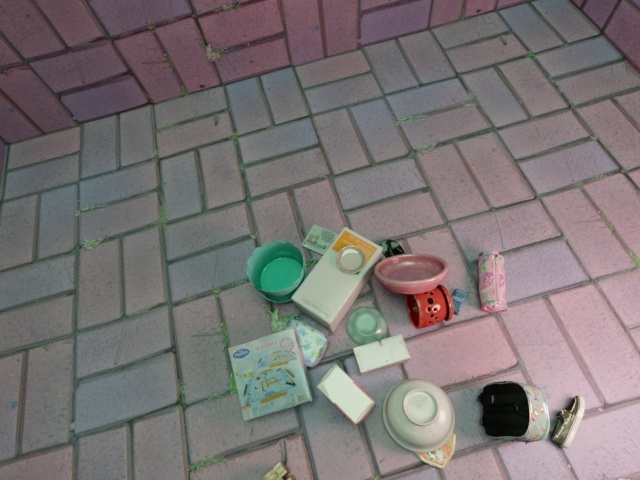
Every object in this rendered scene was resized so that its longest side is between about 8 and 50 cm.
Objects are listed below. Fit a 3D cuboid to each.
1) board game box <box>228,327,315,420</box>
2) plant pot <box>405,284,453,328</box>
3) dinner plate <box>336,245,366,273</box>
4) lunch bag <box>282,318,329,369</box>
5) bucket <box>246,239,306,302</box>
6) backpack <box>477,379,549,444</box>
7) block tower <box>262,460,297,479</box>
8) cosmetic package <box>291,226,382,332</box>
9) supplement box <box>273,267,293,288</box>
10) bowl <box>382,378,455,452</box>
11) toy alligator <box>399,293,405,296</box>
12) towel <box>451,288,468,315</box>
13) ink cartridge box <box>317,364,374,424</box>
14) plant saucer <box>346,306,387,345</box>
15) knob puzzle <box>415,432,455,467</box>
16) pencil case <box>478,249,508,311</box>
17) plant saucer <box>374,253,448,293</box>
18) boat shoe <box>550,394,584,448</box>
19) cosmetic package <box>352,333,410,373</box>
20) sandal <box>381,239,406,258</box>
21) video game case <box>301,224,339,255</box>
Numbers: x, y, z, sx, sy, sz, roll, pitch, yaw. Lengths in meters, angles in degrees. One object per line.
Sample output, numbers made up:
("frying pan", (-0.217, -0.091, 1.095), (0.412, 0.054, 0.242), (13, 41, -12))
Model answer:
("board game box", (-0.219, 0.583, 1.777), (0.318, 0.066, 0.318), (-19, 74, 7))
("plant pot", (0.498, 0.292, 1.841), (0.174, 0.191, 0.191), (-12, 62, -4))
("dinner plate", (0.144, 0.092, 1.899), (0.141, 0.017, 0.141), (-2, 62, 4))
("lunch bag", (-0.085, 0.477, 1.865), (0.219, 0.090, 0.176), (24, 67, 17))
("bucket", (-0.199, 0.155, 1.951), (0.281, 0.183, 0.281), (-4, 63, 7))
("backpack", (0.772, 0.669, 1.579), (0.191, 0.253, 0.225), (13, 62, -9))
("block tower", (-0.083, 1.034, 1.573), (0.097, 0.091, 0.335), (-38, 65, -12))
("cosmetic package", (0.089, 0.183, 1.960), (0.230, 0.161, 0.453), (30, 70, 20))
("supplement box", (-0.187, 0.198, 2.052), (0.062, 0.036, 0.098), (-39, 65, -13))
("bowl", (0.405, 0.694, 1.650), (0.297, 0.134, 0.298), (-4, 55, 5))
("toy alligator", (0.442, 0.239, 1.956), (0.189, 0.056, 0.051), (1, 21, 4))
("towel", (0.647, 0.289, 1.915), (0.067, 0.029, 0.119), (26, 69, 19))
("ink cartridge box", (0.113, 0.637, 1.652), (0.207, 0.283, 0.117), (38, 76, 23))
("plant saucer", (0.216, 0.399, 1.902), (0.194, 0.037, 0.195), (-3, 63, 6))
("knob puzzle", (0.464, 0.825, 1.655), (0.213, 0.030, 0.213), (-2, 62, 5))
("pencil case", (0.808, 0.194, 1.897), (0.124, 0.124, 0.284), (5, 64, 9))
("plant saucer", (0.415, 0.155, 1.854), (0.332, 0.084, 0.332), (-8, 18, 3))
("boat shoe", (0.995, 0.716, 1.626), (0.070, 0.078, 0.219), (27, 70, 18))
("cosmetic package", (0.271, 0.513, 1.811), (0.231, 0.085, 0.117), (-17, 61, -4))
("sandal", (0.399, 0.089, 2.033), (0.097, 0.054, 0.254), (-30, 63, -9))
("video game case", (0.000, 0.000, 2.145), (0.157, 0.019, 0.143), (23, 67, 17))
